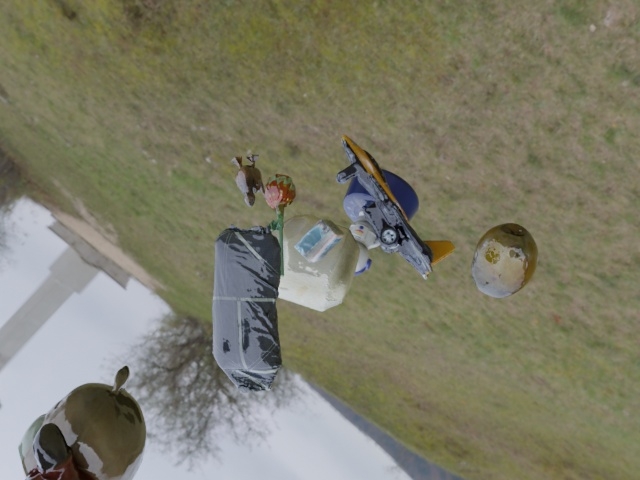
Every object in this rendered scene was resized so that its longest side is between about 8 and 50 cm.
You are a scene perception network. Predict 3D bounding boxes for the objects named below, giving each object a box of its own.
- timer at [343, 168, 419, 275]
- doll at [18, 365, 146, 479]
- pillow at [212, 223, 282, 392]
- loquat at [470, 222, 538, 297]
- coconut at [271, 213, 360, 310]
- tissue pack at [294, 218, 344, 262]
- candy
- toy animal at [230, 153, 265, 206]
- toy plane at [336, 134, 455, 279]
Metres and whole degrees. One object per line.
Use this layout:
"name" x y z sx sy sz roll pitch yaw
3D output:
"timer" 0.157 -0.040 2.344 0.271 0.383 0.270 25 155 13
"doll" -0.344 0.325 0.884 0.174 0.235 0.330 21 -151 2
"pillow" -0.147 0.135 1.317 0.162 0.334 0.093 3 -179 33
"loquat" 0.531 0.062 1.905 0.179 0.179 0.227 37 129 36
"coconut" -0.038 0.053 1.705 0.266 0.237 0.237 22 169 9
"tissue pack" 0.000 0.000 1.492 0.058 0.094 0.074 47 -165 14
"candy" -0.096 -0.037 1.598 0.084 0.078 0.287 58 -156 -56
"toy animal" -0.212 -0.165 2.008 0.188 0.089 0.179 66 -168 -68
"toy plane" 0.116 -0.064 1.252 0.316 0.103 0.204 50 179 10
